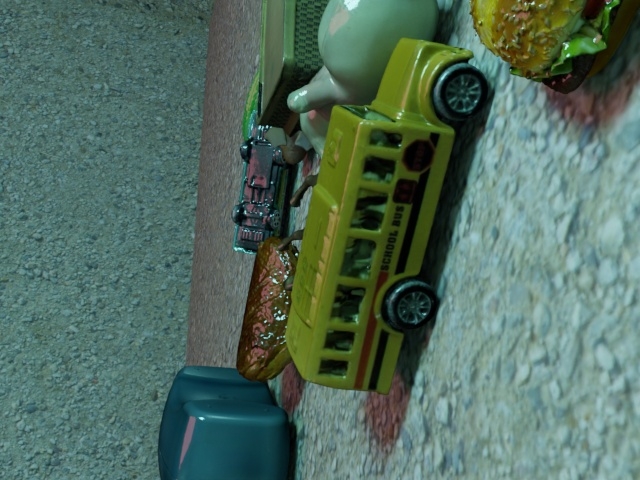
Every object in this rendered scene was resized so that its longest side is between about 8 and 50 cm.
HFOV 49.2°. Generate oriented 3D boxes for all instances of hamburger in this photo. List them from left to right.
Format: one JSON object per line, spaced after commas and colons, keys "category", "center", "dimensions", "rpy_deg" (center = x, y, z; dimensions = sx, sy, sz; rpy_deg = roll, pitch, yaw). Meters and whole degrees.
{"category": "hamburger", "center": [0.157, -0.185, 0.448], "dimensions": [0.137, 0.087, 0.166], "rpy_deg": [-109, 30, -57]}

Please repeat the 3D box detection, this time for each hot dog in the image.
{"category": "hot dog", "center": [-0.069, 0.107, 1.094], "dimensions": [0.160, 0.099, 0.226], "rpy_deg": [178, 100, -74]}

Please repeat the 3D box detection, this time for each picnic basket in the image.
{"category": "picnic basket", "center": [0.000, -0.278, 0.946], "dimensions": [0.165, 0.139, 0.266], "rpy_deg": [130, 144, -63]}

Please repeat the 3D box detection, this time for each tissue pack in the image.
{"category": "tissue pack", "center": [-0.163, 0.337, 1.139], "dimensions": [0.287, 0.198, 0.206], "rpy_deg": [-161, 80, -72]}

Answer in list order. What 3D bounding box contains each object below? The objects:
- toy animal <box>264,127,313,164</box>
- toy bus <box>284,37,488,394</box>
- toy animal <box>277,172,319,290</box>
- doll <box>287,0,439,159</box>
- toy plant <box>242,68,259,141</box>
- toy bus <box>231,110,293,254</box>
{"category": "toy animal", "center": [-0.036, -0.220, 1.173], "dimensions": [0.179, 0.089, 0.188], "rpy_deg": [-81, 0, -67]}
{"category": "toy bus", "center": [0.053, -0.025, 0.678], "dimensions": [0.121, 0.123, 0.335], "rpy_deg": [-125, 44, -67]}
{"category": "toy animal", "center": [0.000, 0.000, 0.915], "dimensions": [0.186, 0.094, 0.214], "rpy_deg": [5, 79, 66]}
{"category": "doll", "center": [0.044, -0.191, 0.749], "dimensions": [0.113, 0.155, 0.275], "rpy_deg": [47, 139, 31]}
{"category": "toy plant", "center": [-0.099, -0.289, 1.380], "dimensions": [0.240, 0.088, 0.154], "rpy_deg": [109, -177, -48]}
{"category": "toy bus", "center": [-0.100, -0.105, 1.295], "dimensions": [0.109, 0.091, 0.261], "rpy_deg": [-2, -78, -73]}
